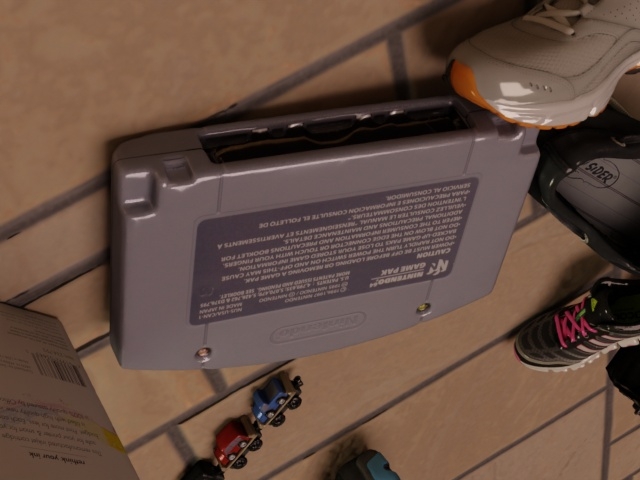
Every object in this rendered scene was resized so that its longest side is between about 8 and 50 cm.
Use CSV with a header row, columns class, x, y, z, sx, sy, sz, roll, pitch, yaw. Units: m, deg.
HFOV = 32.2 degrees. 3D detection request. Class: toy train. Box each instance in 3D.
class,x,y,z,sx,sy,sz,roll,pitch,yaw
toy train,-0.071,0.169,0.935,0.036,0.027,0.158,27,112,-39

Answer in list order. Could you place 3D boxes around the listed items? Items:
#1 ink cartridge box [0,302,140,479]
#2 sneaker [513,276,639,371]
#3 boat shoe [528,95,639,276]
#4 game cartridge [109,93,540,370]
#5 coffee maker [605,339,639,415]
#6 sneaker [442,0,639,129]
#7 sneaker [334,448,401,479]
class,x,y,z,sx,sy,sz,roll,pitch,yaw
ink cartridge box,-0.181,0.135,0.638,0.078,0.231,0.134,-48,141,14
sneaker,0.256,0.072,1.032,0.170,0.063,0.075,-17,144,21
boat shoe,0.279,-0.016,0.855,0.340,0.113,0.127,30,114,-30
game cartridge,0.000,0.000,0.764,0.294,0.060,0.196,-9,132,-21
coffee maker,0.376,0.090,1.088,0.120,0.171,0.178,28,103,-8
sneaker,0.190,-0.162,0.744,0.262,0.099,0.121,-22,134,-31
sneaker,0.008,0.345,1.105,0.139,0.125,0.341,-9,133,-25
